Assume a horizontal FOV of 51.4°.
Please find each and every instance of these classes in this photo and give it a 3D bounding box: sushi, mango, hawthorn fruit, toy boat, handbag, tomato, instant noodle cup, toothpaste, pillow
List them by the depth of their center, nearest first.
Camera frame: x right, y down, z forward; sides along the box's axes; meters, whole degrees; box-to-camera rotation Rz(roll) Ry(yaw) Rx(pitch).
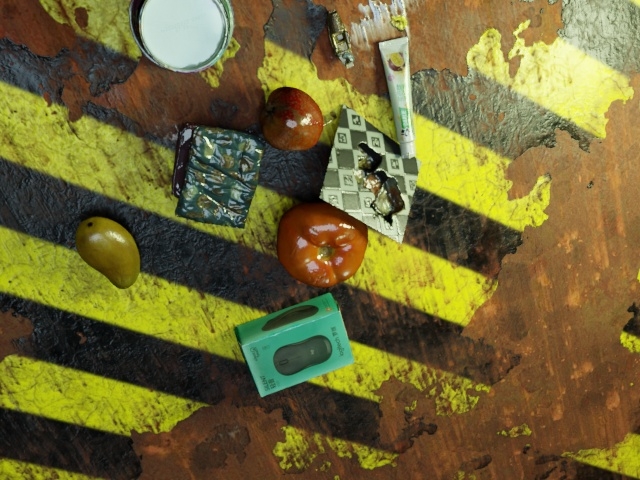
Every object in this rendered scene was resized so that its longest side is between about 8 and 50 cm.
[{"bbox_3d":[-0.311,-0.493,1.510,0.251,0.190,0.251,-5,114,-11],"label":"instant noodle cup"},{"bbox_3d":[0.049,-0.505,1.673,0.047,0.049,0.149,-23,117,-4],"label":"toy boat"},{"bbox_3d":[-0.251,-0.157,1.679,0.189,0.034,0.255,10,110,-20],"label":"pillow"},{"bbox_3d":[-0.051,-0.297,1.694,0.204,0.162,0.162,19,108,-33],"label":"hawthorn fruit"},{"bbox_3d":[-0.270,-0.197,1.718,0.216,0.074,0.203,4,112,-18],"label":"handbag"},{"bbox_3d":[-0.548,0.031,1.737,0.136,0.099,0.227,-29,125,-5],"label":"mango"},{"bbox_3d":[0.216,-0.376,1.774,0.058,0.056,0.314,-37,123,-48],"label":"toothpaste"},{"bbox_3d":[0.123,-0.167,1.781,0.292,0.059,0.293,30,61,-26],"label":"sushi"},{"bbox_3d":[-0.001,0.004,1.812,0.260,0.180,0.259,-4,115,-9],"label":"tomato"}]

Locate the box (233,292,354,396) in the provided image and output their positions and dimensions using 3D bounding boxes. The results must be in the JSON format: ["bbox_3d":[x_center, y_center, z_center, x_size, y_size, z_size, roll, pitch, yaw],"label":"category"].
[{"bbox_3d":[-0.074,0.309,1.962,0.312,0.118,0.205,-18,115,-6],"label":"box"}]
